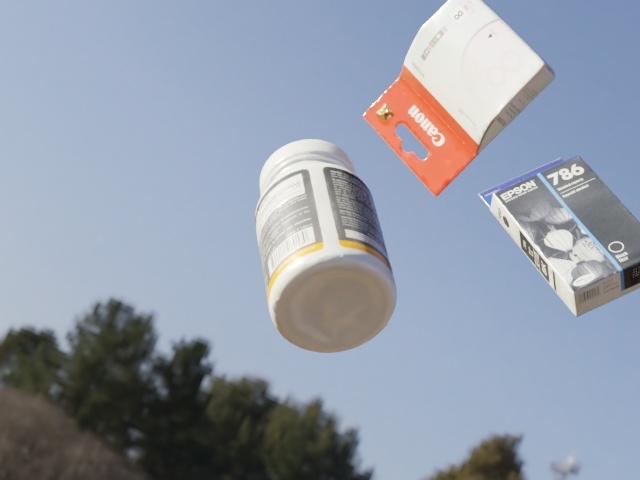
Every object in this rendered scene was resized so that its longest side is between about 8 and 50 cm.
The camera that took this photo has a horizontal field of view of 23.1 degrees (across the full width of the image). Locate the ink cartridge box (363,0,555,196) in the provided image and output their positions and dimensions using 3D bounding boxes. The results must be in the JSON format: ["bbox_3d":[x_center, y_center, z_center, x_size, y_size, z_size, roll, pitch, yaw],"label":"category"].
[{"bbox_3d":[0.179,-0.206,2.144,0.189,0.232,0.066,51,7,32],"label":"ink cartridge box"}]

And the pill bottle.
[{"bbox_3d":[0.000,0.000,2.018,0.162,0.162,0.278,31,27,-28],"label":"pill bottle"}]

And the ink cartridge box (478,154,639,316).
[{"bbox_3d":[0.391,-0.030,2.488,0.332,0.165,0.065,55,-14,46],"label":"ink cartridge box"}]
